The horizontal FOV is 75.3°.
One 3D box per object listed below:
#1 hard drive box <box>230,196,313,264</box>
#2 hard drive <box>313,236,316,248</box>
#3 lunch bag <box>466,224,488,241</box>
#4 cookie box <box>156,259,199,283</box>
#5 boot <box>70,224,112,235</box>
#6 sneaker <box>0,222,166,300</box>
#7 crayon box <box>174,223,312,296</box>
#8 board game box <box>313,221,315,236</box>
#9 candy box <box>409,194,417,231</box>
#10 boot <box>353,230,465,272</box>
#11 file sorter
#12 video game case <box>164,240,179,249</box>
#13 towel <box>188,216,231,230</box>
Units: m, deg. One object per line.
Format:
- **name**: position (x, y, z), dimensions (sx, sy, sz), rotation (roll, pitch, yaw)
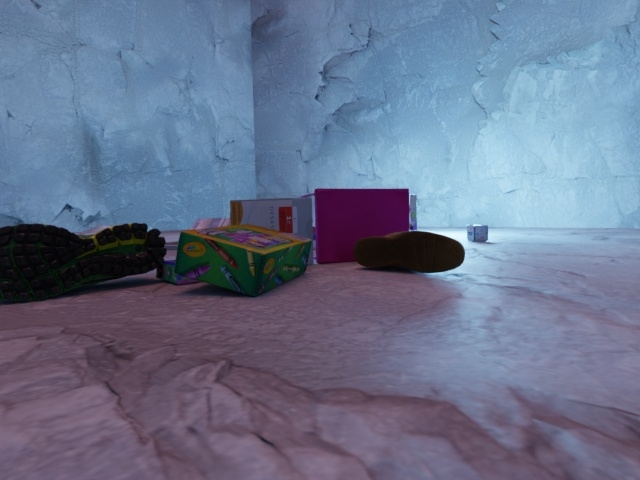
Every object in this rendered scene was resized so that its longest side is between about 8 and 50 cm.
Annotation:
- **hard drive box**: position (-0.136, -0.025, 1.136), dimensions (0.232, 0.181, 0.089), rotation (1, 5, 36)
- **hard drive**: position (0.000, 0.000, 1.704), dimensions (0.210, 0.040, 0.318), rotation (1, 5, 29)
- **lunch bag**: position (0.656, -0.030, 1.740), dimensions (0.083, 0.071, 0.053), rotation (5, 11, 36)
- **cookie box**: position (-0.288, 0.064, 0.893), dimensions (0.092, 0.040, 0.107), rotation (-3, 4, -43)
- **boot**: position (-0.695, 0.023, 1.278), dimensions (0.123, 0.095, 0.258), rotation (26, 19, 20)
- **sneaker**: position (-0.487, 0.047, 0.801), dimensions (0.146, 0.134, 0.343), rotation (-19, -11, 43)
- **crayon box**: position (-0.140, 0.028, 0.843), dimensions (0.165, 0.081, 0.278), rotation (14, 9, 15)
- **board game box**: position (0.038, -0.022, 1.541), dimensions (0.136, 0.035, 0.201), rotation (6, 16, -38)
- **candy box**: position (0.269, -0.069, 1.509), dimensions (0.165, 0.196, 0.070), rotation (-4, 5, -32)
- **boot**: position (0.240, 0.022, 1.011), dimensions (0.262, 0.095, 0.203), rotation (-3, 1, 35)
- **file sorter**: position (0.094, -0.047, 1.241), dimensions (0.290, 0.202, 0.182), rotation (-3, 3, -22)
- **video game case**: position (-0.562, 0.019, 1.720), dimensions (0.183, 0.023, 0.201), rotation (1, 4, 21)
- **towel**: position (-0.476, -0.048, 1.903), dimensions (0.285, 0.034, 0.209), rotation (-2, 34, 14)
